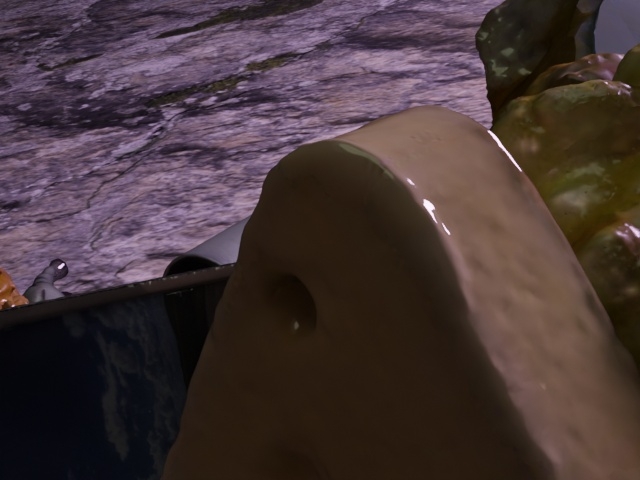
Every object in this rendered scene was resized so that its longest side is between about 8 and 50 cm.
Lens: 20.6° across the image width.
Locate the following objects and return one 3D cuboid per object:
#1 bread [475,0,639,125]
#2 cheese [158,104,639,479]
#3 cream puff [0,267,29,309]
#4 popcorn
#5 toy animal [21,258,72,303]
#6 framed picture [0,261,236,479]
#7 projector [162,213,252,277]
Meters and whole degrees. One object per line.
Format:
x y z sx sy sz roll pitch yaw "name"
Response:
0.250 -0.078 1.294 0.239 0.264 0.395 -21 45 -4 "bread"
0.035 0.159 0.944 0.384 0.384 0.104 6 20 40 "cheese"
-0.377 0.098 1.352 0.327 0.231 0.343 -18 20 -28 "cream puff"
0.191 0.021 0.996 0.225 0.276 0.276 -18 19 4 "popcorn"
-0.262 0.071 1.581 0.255 0.090 0.170 -6 20 19 "toy animal"
-0.132 0.124 1.236 0.259 0.189 0.023 -12 -8 -5 "framed picture"
0.000 0.000 1.605 0.108 0.108 0.337 5 25 38 "projector"
